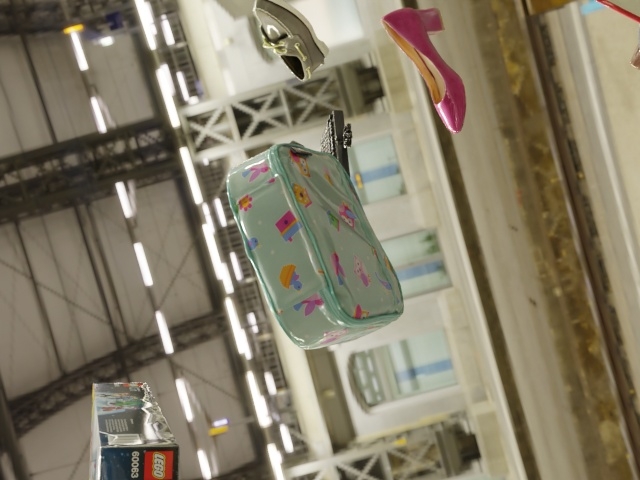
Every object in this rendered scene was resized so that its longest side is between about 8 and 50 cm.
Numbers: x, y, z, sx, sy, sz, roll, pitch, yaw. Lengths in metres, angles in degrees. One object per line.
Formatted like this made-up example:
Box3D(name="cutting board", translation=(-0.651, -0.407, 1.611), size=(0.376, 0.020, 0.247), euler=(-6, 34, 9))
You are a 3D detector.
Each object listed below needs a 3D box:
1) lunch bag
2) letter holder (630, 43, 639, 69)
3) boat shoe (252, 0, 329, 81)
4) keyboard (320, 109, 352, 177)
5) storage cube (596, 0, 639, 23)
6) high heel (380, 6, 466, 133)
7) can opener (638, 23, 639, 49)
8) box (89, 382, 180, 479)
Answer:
Box3D(name="lunch bag", translation=(0.000, 0.000, 1.175), size=(0.224, 0.108, 0.279), euler=(1, -117, -59))
Box3D(name="letter holder", translation=(0.720, -0.330, 1.444), size=(0.152, 0.302, 0.214), euler=(-56, -5, -36))
Box3D(name="boat shoe", translation=(-0.071, -0.441, 1.894), size=(0.109, 0.091, 0.305), euler=(29, 179, 24))
Box3D(name="keyboard", translation=(0.024, -0.141, 1.390), size=(0.180, 0.023, 0.108), euler=(-95, 27, -46))
Box3D(name="storage cube", translation=(0.416, -0.353, 0.941), size=(0.215, 0.193, 0.184), euler=(37, 172, 26))
Box3D(name="high heel", translation=(0.189, -0.308, 1.589), size=(0.082, 0.117, 0.244), euler=(0, 103, 67))
Box3D(name="can opener", translation=(0.471, -0.187, 1.203), size=(0.076, 0.095, 0.283), euler=(-161, 73, -73))
Box3D(name="box", translation=(-0.129, 0.189, 0.569), size=(0.233, 0.044, 0.159), euler=(179, 92, -74))
